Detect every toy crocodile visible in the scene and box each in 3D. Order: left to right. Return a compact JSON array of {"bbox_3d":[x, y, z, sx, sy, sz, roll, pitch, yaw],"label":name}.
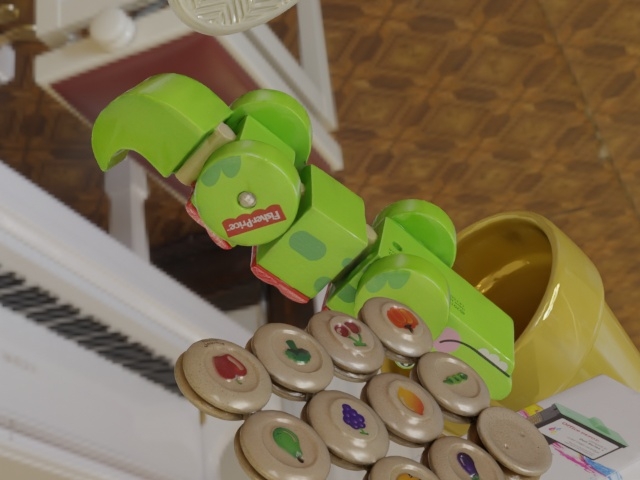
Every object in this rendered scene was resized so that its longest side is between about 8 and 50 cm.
[{"bbox_3d":[0.000,0.000,0.792,0.340,0.115,0.105,36,117,-15],"label":"toy crocodile"}]

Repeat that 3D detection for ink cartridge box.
[{"bbox_3d":[0.186,0.257,0.987,0.278,0.117,0.201,-14,122,-39],"label":"ink cartridge box"}]

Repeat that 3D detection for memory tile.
[{"bbox_3d":[0.023,0.070,0.462,0.148,0.113,0.012,-10,140,-49],"label":"memory tile"}]

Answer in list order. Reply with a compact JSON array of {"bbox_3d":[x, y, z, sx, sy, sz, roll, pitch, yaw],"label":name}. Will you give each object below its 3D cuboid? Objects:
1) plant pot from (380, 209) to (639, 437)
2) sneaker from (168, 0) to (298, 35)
[{"bbox_3d":[0.234,0.135,1.270,0.239,0.254,0.254,40,132,-24],"label":"plant pot"},{"bbox_3d":[-0.025,-0.340,1.115,0.131,0.350,0.148,43,175,-21],"label":"sneaker"}]
